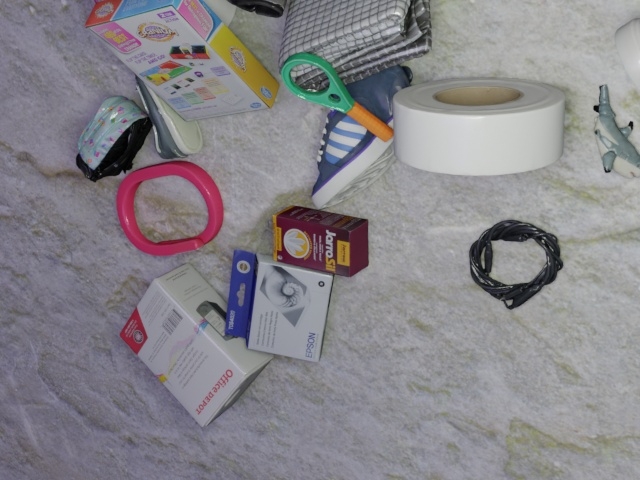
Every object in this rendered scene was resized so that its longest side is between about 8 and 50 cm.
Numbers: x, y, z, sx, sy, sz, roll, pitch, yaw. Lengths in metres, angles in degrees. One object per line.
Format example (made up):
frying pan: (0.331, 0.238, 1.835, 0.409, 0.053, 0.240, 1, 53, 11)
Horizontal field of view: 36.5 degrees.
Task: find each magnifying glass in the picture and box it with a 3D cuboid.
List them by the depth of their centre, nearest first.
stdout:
magnifying glass: (0.032, -0.244, 1.684, 0.231, 0.026, 0.092, 32, 141, -20)

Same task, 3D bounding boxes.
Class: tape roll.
tape roll: (0.262, -0.195, 1.612, 0.286, 0.286, 0.100, 9, 114, 31)

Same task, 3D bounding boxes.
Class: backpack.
backpack: (-0.461, -0.231, 2.169, 0.115, 0.152, 0.182, 40, 113, 3)

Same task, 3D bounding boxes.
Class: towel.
towel: (0.071, -0.396, 1.697, 0.283, 0.235, 0.121, -16, 138, 34)

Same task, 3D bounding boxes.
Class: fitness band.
fitness band: (-0.345, -0.073, 2.211, 0.291, 0.054, 0.209, -8, 101, 34)

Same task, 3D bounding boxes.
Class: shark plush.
shark plush: (0.495, -0.179, 1.628, 0.067, 0.073, 0.161, -16, 78, 17)

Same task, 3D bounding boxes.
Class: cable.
cable: (0.361, 0.032, 1.790, 0.150, 0.047, 0.184, 53, 130, 12)

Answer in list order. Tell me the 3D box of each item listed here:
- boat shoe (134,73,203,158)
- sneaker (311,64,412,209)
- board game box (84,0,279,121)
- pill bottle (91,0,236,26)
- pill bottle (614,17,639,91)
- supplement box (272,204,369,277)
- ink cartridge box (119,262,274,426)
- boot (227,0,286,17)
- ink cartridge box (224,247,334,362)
boat shoe: (-0.364, -0.321, 2.085, 0.099, 0.116, 0.319, -17, 103, 33)
sneaker: (0.044, -0.235, 1.851, 0.323, 0.130, 0.236, -44, 74, 40)
board game box: (-0.267, -0.362, 1.910, 0.242, 0.064, 0.316, -3, 148, 36)
pill bottle: (-0.317, -0.508, 1.952, 0.283, 0.160, 0.160, 21, 118, 25)
pill bottle: (0.588, -0.324, 1.422, 0.278, 0.162, 0.162, -30, 90, 38)
supplement box: (0.000, 0.000, 1.987, 0.188, 0.081, 0.104, 12, 114, 29)
ink cartridge box: (-0.290, 0.240, 2.242, 0.306, 0.131, 0.226, 45, 126, 9)
boot: (-0.033, -0.494, 1.715, 0.338, 0.118, 0.223, 16, 79, 49)
ink cartridge box: (-0.093, 0.141, 2.078, 0.224, 0.045, 0.223, 11, 116, 6)
